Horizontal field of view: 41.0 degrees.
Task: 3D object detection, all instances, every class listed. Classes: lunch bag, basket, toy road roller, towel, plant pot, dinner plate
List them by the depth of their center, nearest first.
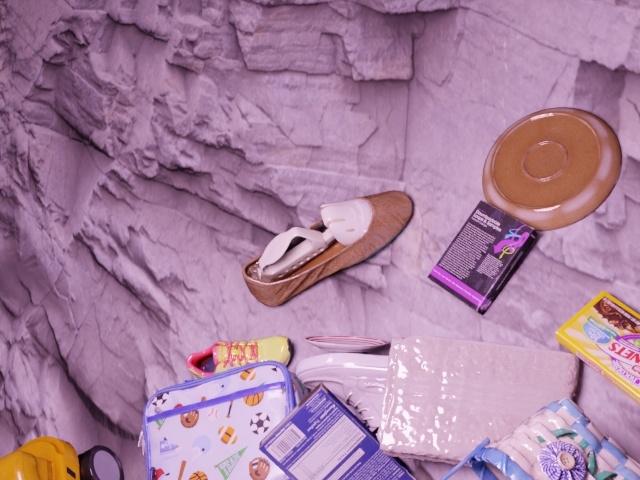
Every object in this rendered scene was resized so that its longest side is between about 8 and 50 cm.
[{"bbox_3d":[0.270,0.356,1.082,0.255,0.201,0.289,42,82,14],"label":"basket"},{"bbox_3d":[0.229,0.241,1.259,0.282,0.049,0.187,6,68,13],"label":"towel"},{"bbox_3d":[0.043,0.170,1.413,0.141,0.141,0.017,1,90,33],"label":"dinner plate"},{"bbox_3d":[0.377,-0.128,1.427,0.236,0.032,0.236,-16,56,25],"label":"plant pot"},{"bbox_3d":[-0.162,0.334,1.444,0.303,0.115,0.243,-16,63,16],"label":"lunch bag"},{"bbox_3d":[-0.489,0.504,1.491,0.202,0.240,0.330,-29,52,17],"label":"toy road roller"}]

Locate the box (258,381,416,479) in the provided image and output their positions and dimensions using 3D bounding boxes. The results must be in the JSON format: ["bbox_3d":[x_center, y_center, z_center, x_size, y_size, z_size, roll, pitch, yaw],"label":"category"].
[{"bbox_3d":[0.032,0.343,1.310,0.136,0.036,0.225,-45,94,3],"label":"box"}]

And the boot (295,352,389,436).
[{"bbox_3d":[0.072,0.252,1.363,0.258,0.095,0.123,-4,62,25],"label":"boot"}]

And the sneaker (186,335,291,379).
[{"bbox_3d":[-0.149,0.214,1.533,0.208,0.094,0.081,-21,55,21],"label":"sneaker"}]

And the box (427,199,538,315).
[{"bbox_3d":[0.266,0.026,1.405,0.116,0.029,0.162,36,94,40],"label":"box"}]

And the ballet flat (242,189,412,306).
[{"bbox_3d":[0.000,0.000,1.537,0.342,0.124,0.116,-30,52,15],"label":"ballet flat"}]

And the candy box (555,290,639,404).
[{"bbox_3d":[0.443,0.162,1.207,0.105,0.027,0.206,-39,48,-11],"label":"candy box"}]
